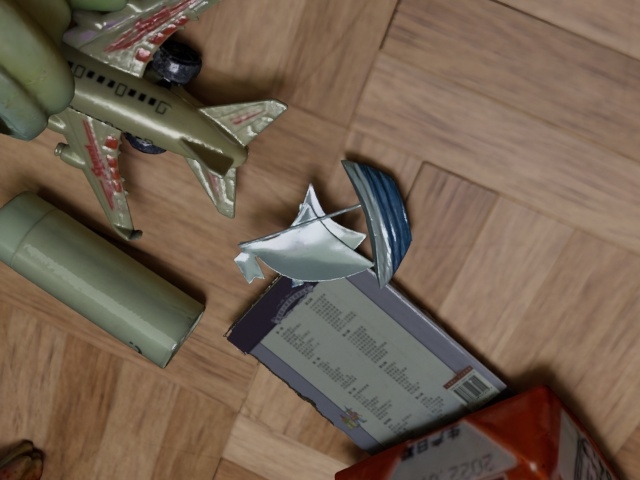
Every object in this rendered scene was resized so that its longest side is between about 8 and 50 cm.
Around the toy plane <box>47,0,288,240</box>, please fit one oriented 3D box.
[{"bbox_3d":[-0.163,-0.119,0.581,0.256,0.104,0.242,31,122,0],"label":"toy plane"}]

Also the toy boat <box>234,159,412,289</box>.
[{"bbox_3d":[0.011,0.006,0.604,0.149,0.034,0.105,-40,95,2],"label":"toy boat"}]

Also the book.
[{"bbox_3d":[0.043,0.111,0.677,0.231,0.026,0.157,41,116,-6],"label":"book"}]

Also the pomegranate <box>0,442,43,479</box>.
[{"bbox_3d":[-0.402,0.344,0.842,0.214,0.214,0.248,38,81,-4],"label":"pomegranate"}]

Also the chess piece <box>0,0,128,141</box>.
[{"bbox_3d":[-0.174,-0.225,0.470,0.175,0.176,0.298,30,77,1],"label":"chess piece"}]

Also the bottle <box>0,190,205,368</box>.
[{"bbox_3d":[-0.210,0.036,0.686,0.201,0.072,0.072,33,119,-1],"label":"bottle"}]

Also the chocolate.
[{"bbox_3d":[0.164,0.279,0.660,0.234,0.108,0.237,-29,111,24],"label":"chocolate"}]
